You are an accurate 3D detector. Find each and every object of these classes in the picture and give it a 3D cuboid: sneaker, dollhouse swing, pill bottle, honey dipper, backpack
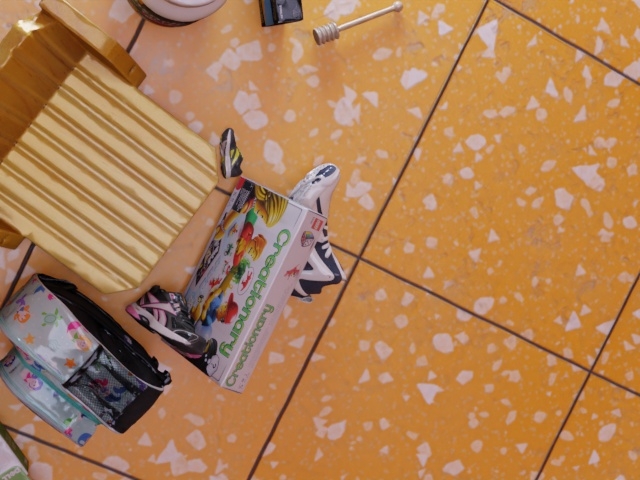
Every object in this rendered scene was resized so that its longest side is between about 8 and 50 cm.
[{"bbox_3d":[-0.144,-0.143,1.789,0.035,0.031,0.083,-4,103,-27],"label":"sneaker"},{"bbox_3d":[-0.352,-0.108,1.619,0.305,0.315,0.347,37,88,4],"label":"dollhouse swing"},{"bbox_3d":[-0.207,-0.400,1.604,0.162,0.278,0.162,-2,98,-13],"label":"pill bottle"},{"bbox_3d":[0.000,0.000,1.810,0.153,0.094,0.235,32,90,-17],"label":"sneaker"},{"bbox_3d":[0.065,-0.362,1.805,0.160,0.030,0.030,-22,103,-12],"label":"honey dipper"},{"bbox_3d":[-0.385,0.175,1.673,0.191,0.225,0.253,-42,110,-8],"label":"backpack"},{"bbox_3d":[-0.237,0.119,1.736,0.077,0.178,0.072,-52,141,-12],"label":"sneaker"}]

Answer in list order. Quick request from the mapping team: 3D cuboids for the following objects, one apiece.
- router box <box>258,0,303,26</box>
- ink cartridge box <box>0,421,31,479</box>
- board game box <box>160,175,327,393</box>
[{"bbox_3d":[-0.070,-0.428,1.708,0.046,0.133,0.179,-9,100,-13],"label":"router box"},{"bbox_3d":[-0.539,0.356,1.746,0.109,0.062,0.209,-33,105,-7],"label":"ink cartridge box"},{"bbox_3d":[-0.125,0.066,1.738,0.053,0.193,0.305,25,92,-42],"label":"board game box"}]
